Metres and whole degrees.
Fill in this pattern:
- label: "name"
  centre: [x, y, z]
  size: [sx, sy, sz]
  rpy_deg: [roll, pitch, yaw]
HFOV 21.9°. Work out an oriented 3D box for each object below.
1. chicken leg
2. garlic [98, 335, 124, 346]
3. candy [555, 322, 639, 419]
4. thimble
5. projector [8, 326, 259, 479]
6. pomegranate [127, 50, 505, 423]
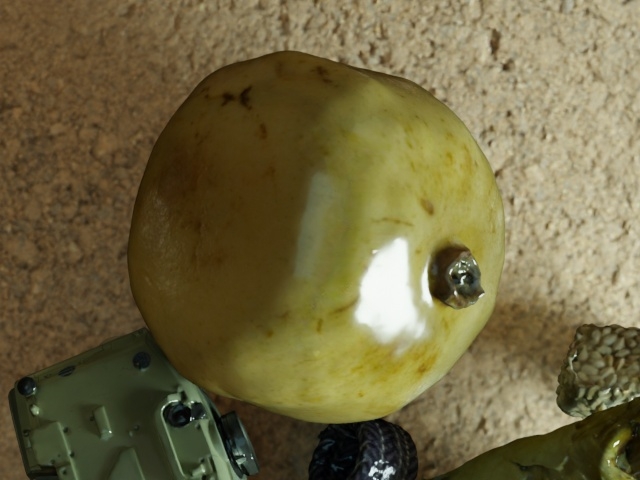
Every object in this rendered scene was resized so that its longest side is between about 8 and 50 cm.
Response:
- label: "chicken leg"
  centre: [0.253, 0.185, 1.396]
  size: [0.429, 0.152, 0.201]
  rpy_deg: [-47, 72, 27]
- label: "garlic"
  centre: [-0.197, 0.141, 1.580]
  size: [0.094, 0.074, 0.113]
  rpy_deg: [14, 66, 22]
- label: "candy"
  centre: [0.270, 0.125, 1.495]
  size: [0.110, 0.085, 0.095]
  rpy_deg: [8, 40, 9]
- label: "thimble"
  centre: [0.037, 0.207, 1.506]
  size: [0.066, 0.104, 0.095]
  rpy_deg: [24, 106, -23]
- label: "projector"
  centre: [-0.153, 0.213, 1.455]
  size: [0.193, 0.088, 0.270]
  rpy_deg: [-23, 64, -2]
- label: "pomegranate"
  centre: [0.000, 0.000, 1.440]
  size: [0.332, 0.332, 0.333]
  rpy_deg: [-2, 79, 10]
